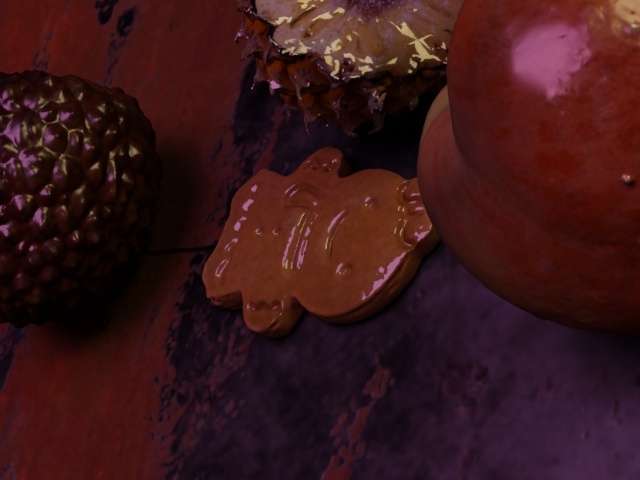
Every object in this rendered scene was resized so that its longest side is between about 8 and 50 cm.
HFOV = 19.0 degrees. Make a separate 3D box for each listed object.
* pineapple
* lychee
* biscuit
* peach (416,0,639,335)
[{"bbox_3d":[0.023,-0.136,1.241,0.161,0.137,0.176,18,65,5],"label":"pineapple"},{"bbox_3d":[-0.199,-0.030,1.337,0.188,0.188,0.188,-24,49,31],"label":"lychee"},{"bbox_3d":[-0.005,0.003,1.231,0.184,0.027,0.133,22,78,49],"label":"biscuit"},{"bbox_3d":[0.166,-0.052,0.983,0.232,0.232,0.232,-24,49,31],"label":"peach"}]
